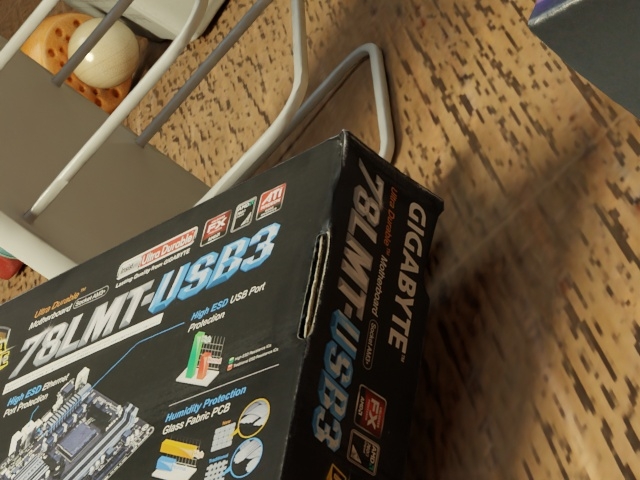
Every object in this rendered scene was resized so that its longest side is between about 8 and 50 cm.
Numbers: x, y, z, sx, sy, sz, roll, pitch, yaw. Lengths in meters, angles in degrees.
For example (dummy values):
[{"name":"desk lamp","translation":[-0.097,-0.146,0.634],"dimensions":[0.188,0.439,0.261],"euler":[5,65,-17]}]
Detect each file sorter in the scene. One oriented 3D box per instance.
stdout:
[{"name":"file sorter","translation":[-0.113,-0.096,1.062],"dimensions":[0.173,0.278,0.193],"euler":[-45,21,21]}]

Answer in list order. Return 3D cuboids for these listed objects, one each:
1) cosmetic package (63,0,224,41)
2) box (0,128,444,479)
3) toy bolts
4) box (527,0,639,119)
[{"name":"cosmetic package","translation":[-0.217,-0.403,1.626],"dimensions":[0.327,0.394,0.329],"euler":[-59,19,-3]},{"name":"box","translation":[-0.091,0.130,0.827],"dimensions":[0.295,0.073,0.293],"euler":[-24,40,39]},{"name":"toy bolts","translation":[-0.262,-0.100,1.598],"dimensions":[0.158,0.218,0.228],"euler":[-23,56,50]},{"name":"box","translation":[0.181,-0.142,0.645],"dimensions":[0.153,0.108,0.207],"euler":[-25,36,57]}]
